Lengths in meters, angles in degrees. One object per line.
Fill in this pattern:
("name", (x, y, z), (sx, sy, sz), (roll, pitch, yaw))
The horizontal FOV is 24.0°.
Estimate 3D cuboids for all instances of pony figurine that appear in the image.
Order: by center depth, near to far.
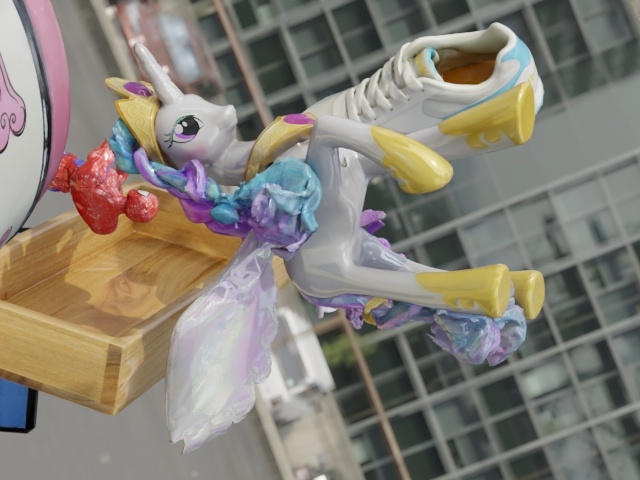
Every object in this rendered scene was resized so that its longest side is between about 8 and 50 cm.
("pony figurine", (0.000, 0.000, 1.286), (0.303, 0.363, 0.351), (-55, 146, -45))

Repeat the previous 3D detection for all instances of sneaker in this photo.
("sneaker", (0.075, -0.128, 1.319), (0.092, 0.228, 0.087), (57, 18, -54))

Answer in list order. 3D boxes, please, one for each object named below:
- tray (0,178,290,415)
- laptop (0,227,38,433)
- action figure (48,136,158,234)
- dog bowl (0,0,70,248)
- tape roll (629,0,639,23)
("tray", (-0.190, 0.042, 1.476), (0.411, 0.202, 0.076), (-34, 138, -65))
("laptop", (-0.456, 0.091, 1.677), (0.136, 0.264, 0.234), (-8, -103, 60))
("action figure", (-0.238, -0.093, 1.469), (0.280, 0.139, 0.091), (27, -37, 34))
("dog bowl", (-0.357, -0.132, 1.102), (0.150, 0.408, 0.408), (-38, 111, -45))
("tape roll", (0.474, -0.143, 1.505), (0.392, 0.072, 0.392), (42, 6, -5))
